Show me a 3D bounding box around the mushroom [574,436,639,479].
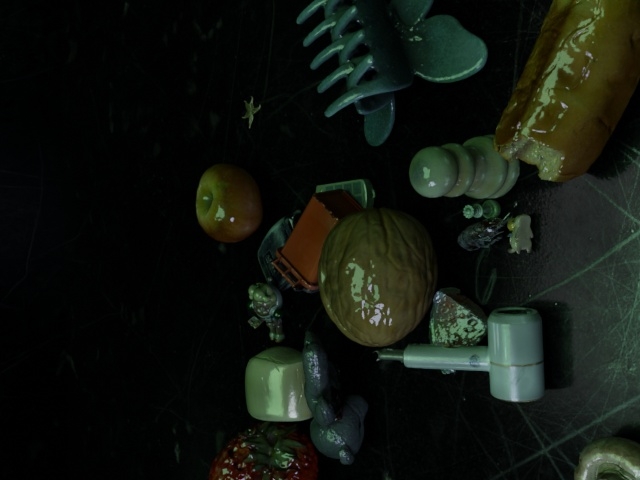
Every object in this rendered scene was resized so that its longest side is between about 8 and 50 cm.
[{"bbox_3d":[0.532,0.435,1.279,0.166,0.127,0.167,-1,88,54],"label":"mushroom"}]

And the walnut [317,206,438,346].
[{"bbox_3d":[0.127,0.082,1.599,0.277,0.251,0.313,4,93,57],"label":"walnut"}]

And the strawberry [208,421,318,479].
[{"bbox_3d":[-0.164,0.681,2.014,0.267,0.311,0.352,-113,21,-49],"label":"strawberry"}]

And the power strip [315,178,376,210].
[{"bbox_3d":[0.054,-0.110,1.835,0.226,0.029,0.080,-4,92,50],"label":"power strip"}]

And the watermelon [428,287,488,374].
[{"bbox_3d":[0.312,0.195,1.553,0.139,0.071,0.187,-5,85,39],"label":"watermelon"}]

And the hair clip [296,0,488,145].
[{"bbox_3d":[0.112,-0.429,1.573,0.392,0.238,0.319,-32,69,47],"label":"hair clip"}]

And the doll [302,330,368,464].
[{"bbox_3d":[0.039,0.397,1.813,0.246,0.158,0.341,-96,-2,-82],"label":"doll"}]

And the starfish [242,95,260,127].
[{"bbox_3d":[-0.204,-0.379,2.112,0.092,0.016,0.086,-13,87,47],"label":"starfish"}]

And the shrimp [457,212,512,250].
[{"bbox_3d":[0.342,-0.016,1.477,0.165,0.065,0.057,-24,52,55],"label":"shrimp"}]

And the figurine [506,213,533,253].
[{"bbox_3d":[0.396,-0.014,1.444,0.050,0.047,0.084,10,98,59],"label":"figurine"}]

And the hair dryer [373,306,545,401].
[{"bbox_3d":[0.274,0.229,1.475,0.357,0.107,0.173,-2,93,22],"label":"hair dryer"}]

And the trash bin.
[{"bbox_3d":[0.000,0.000,1.778,0.161,0.184,0.239,45,130,28],"label":"trash bin"}]

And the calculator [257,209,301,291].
[{"bbox_3d":[-0.104,0.039,2.035,0.268,0.040,0.177,-50,58,47],"label":"calculator"}]

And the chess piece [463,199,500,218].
[{"bbox_3d":[0.328,-0.061,1.473,0.042,0.093,0.042,10,103,48],"label":"chess piece"}]

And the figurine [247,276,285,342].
[{"bbox_3d":[-0.152,0.204,2.047,0.147,0.093,0.197,12,115,44],"label":"figurine"}]

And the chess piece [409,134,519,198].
[{"bbox_3d":[0.271,-0.140,1.416,0.133,0.243,0.133,11,105,48],"label":"chess piece"}]

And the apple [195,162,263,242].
[{"bbox_3d":[-0.263,-0.109,2.100,0.210,0.173,0.235,-6,82,54],"label":"apple"}]

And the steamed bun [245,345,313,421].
[{"bbox_3d":[-0.120,0.397,1.969,0.250,0.154,0.200,-6,88,51],"label":"steamed bun"}]

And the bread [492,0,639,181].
[{"bbox_3d":[0.448,-0.267,1.237,0.149,0.195,0.344,-121,42,-54],"label":"bread"}]
